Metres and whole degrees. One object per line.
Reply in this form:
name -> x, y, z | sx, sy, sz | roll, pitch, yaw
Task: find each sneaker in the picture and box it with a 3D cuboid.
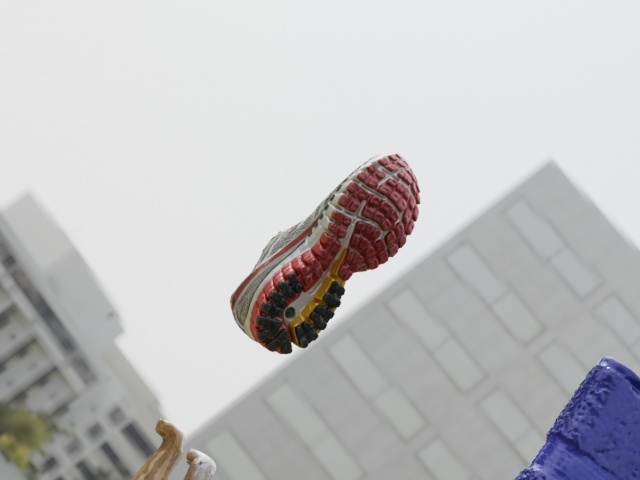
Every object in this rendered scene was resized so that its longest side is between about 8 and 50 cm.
sneaker -> 0.000, 0.000, 1.476 | 0.093, 0.225, 0.088 | 20, -30, 56

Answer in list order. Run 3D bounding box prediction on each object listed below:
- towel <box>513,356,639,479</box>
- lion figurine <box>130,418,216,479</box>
towel -> 0.280, 0.293, 1.566 | 0.228, 0.308, 0.076 | 38, -26, 4
lion figurine -> -0.119, 0.336, 1.592 | 0.392, 0.240, 0.142 | 19, -22, 30
